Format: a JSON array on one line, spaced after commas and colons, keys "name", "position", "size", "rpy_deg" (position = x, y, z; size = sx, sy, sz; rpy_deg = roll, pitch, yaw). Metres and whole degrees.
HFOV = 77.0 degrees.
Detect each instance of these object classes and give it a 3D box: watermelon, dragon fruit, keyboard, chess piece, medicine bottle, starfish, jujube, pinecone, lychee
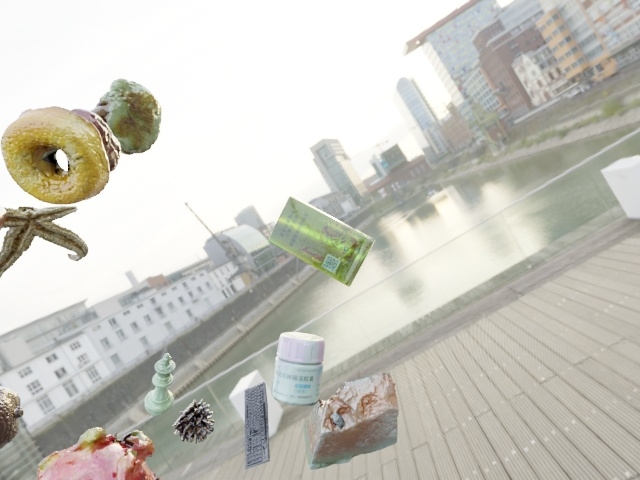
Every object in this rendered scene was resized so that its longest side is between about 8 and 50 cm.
[{"name": "watermelon", "position": [0.083, 0.516, 1.118], "size": [0.264, 0.151, 0.302], "rpy_deg": [-8, -41, -12]}, {"name": "dragon fruit", "position": [-0.221, 0.309, 0.436], "size": [0.133, 0.207, 0.150], "rpy_deg": [-37, -6, -8]}, {"name": "keyboard", "position": [-0.195, 0.558, 1.236], "size": [0.087, 0.017, 0.250], "rpy_deg": [-25, 39, 10]}, {"name": "chess piece", "position": [-0.329, 0.292, 0.835], "size": [0.059, 0.059, 0.149], "rpy_deg": [-33, -35, -58]}, {"name": "medicine bottle", "position": [-0.058, 0.340, 1.080], "size": [0.135, 0.168, 0.135], "rpy_deg": [8, -6, 1]}, {"name": "starfish", "position": [-1.111, -0.012, 1.485], "size": [0.432, 0.082, 0.324], "rpy_deg": [-10, -55, -35]}, {"name": "jujube", "position": [-0.669, -0.282, 1.160], "size": [0.155, 0.155, 0.230], "rpy_deg": [-32, -7, -18]}, {"name": "pinecone", "position": [-0.407, 0.594, 1.314], "size": [0.140, 0.121, 0.140], "rpy_deg": [-44, 6, 6]}, {"name": "lychee", "position": [-0.973, 0.519, 1.169], "size": [0.194, 0.194, 0.194], "rpy_deg": [-32, 1, 1]}]

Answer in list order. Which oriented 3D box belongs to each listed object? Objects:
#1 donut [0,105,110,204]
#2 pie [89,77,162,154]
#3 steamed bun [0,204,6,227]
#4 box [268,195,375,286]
[{"name": "donut", "position": [-0.664, -0.207, 1.015], "size": [0.253, 0.253, 0.118], "rpy_deg": [-31, 21, 11]}, {"name": "pie", "position": [-0.719, -0.460, 1.524], "size": [0.105, 0.257, 0.274], "rpy_deg": [12, 66, 36]}, {"name": "steamed bun", "position": [-1.071, -0.049, 1.150], "size": [0.379, 0.235, 0.248], "rpy_deg": [-10, 46, 47]}, {"name": "box", "position": [0.000, 0.000, 1.305], "size": [0.173, 0.311, 0.043], "rpy_deg": [-64, -11, 12]}]
